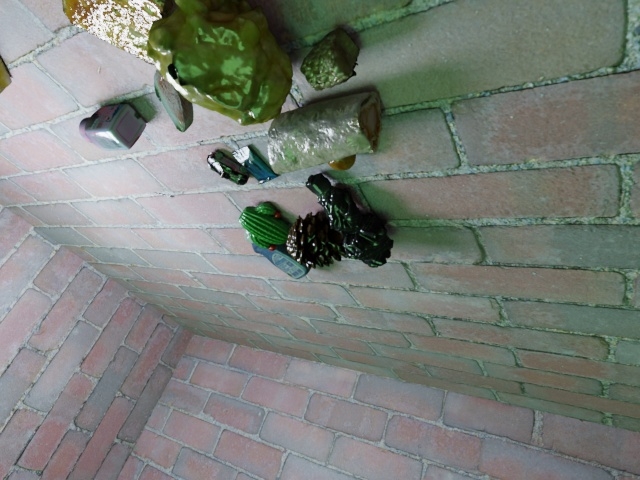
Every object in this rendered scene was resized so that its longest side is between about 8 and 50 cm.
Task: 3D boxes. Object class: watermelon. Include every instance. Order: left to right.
[{"bbox_3d":[-0.367,-0.363,1.078,0.180,0.081,0.094,66,164,-4],"label":"watermelon"}]

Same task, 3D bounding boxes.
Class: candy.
[{"bbox_3d":[0.019,-0.348,0.818,0.085,0.095,0.110,38,153,-33],"label":"candy"}]

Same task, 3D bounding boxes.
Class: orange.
[{"bbox_3d":[0.050,-0.211,1.045,0.085,0.085,0.085,18,151,10],"label":"orange"}]

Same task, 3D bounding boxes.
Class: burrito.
[{"bbox_3d":[-0.004,-0.245,0.967,0.299,0.105,0.143,-5,104,38],"label":"burrito"}]

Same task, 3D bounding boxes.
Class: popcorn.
[{"bbox_3d":[-0.191,-0.356,0.833,0.287,0.215,0.252,16,152,-18],"label":"popcorn"}]

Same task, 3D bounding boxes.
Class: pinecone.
[{"bbox_3d":[-0.003,0.004,1.340,0.205,0.184,0.179,16,170,-4],"label":"pinecone"}]

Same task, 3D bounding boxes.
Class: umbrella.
[{"bbox_3d":[0.099,-0.067,1.226,0.336,0.154,0.128,60,170,-21],"label":"umbrella"}]

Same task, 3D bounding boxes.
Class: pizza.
[{"bbox_3d":[-0.416,-0.488,0.908,0.336,0.086,0.226,7,152,29],"label":"pizza"}]

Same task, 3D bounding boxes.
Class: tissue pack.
[{"bbox_3d":[-0.199,-0.222,1.262,0.085,0.027,0.138,-7,142,43],"label":"tissue pack"}]

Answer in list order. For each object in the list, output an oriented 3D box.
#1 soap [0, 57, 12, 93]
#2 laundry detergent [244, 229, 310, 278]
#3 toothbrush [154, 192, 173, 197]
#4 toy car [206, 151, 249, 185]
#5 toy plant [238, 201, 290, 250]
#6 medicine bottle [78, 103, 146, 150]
[{"bbox_3d":[-1.011,-0.514,1.179,0.091,0.199,0.315,22,151,-6],"label":"soap"},{"bbox_3d":[-0.169,0.035,1.615,0.290,0.094,0.143,37,150,-18],"label":"laundry detergent"},{"bbox_3d":[-0.616,-0.178,1.654,0.097,0.008,0.006,12,136,21],"label":"toothbrush"},{"bbox_3d":[-0.289,-0.218,1.302,0.142,0.055,0.069,29,148,-13],"label":"toy car"},{"bbox_3d":[-0.180,-0.033,1.486,0.155,0.088,0.240,-26,123,19],"label":"toy plant"},{"bbox_3d":[-0.640,-0.341,1.279,0.188,0.119,0.094,5,150,28],"label":"medicine bottle"}]
